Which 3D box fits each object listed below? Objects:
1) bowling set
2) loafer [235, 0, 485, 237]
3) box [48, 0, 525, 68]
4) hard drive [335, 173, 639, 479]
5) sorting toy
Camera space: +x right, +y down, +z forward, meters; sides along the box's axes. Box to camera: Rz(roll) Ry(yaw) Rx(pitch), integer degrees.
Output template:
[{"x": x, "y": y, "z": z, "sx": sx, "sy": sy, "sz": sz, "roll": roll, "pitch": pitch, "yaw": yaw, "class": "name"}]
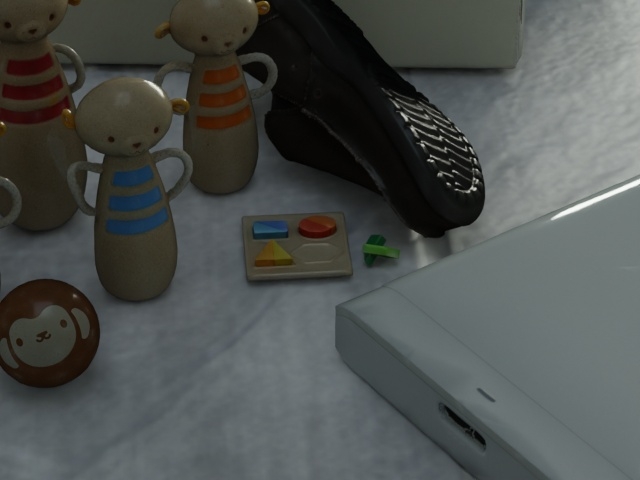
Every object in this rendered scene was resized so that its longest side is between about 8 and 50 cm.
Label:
[{"x": -0.137, "y": -0.040, "z": 0.965, "sx": 0.287, "sy": 0.154, "sz": 0.200, "roll": -12, "pitch": 37, "yaw": -16, "class": "bowling set"}, {"x": 0.015, "y": -0.067, "z": 1.089, "sx": 0.080, "sy": 0.078, "sz": 0.220, "roll": 23, "pitch": 23, "yaw": -47, "class": "loafer"}, {"x": -0.028, "y": -0.194, "z": 1.213, "sx": 0.311, "sy": 0.121, "sz": 0.148, "roll": 0, "pitch": 34, "yaw": 0, "class": "box"}, {"x": 0.190, "y": 0.039, "z": 0.954, "sx": 0.308, "sy": 0.040, "sz": 0.203, "roll": -23, "pitch": 41, "yaw": -28, "class": "hard drive"}, {"x": 0.000, "y": 0.000, "z": 1.032, "sx": 0.083, "sy": 0.012, "sz": 0.062, "roll": -3, "pitch": 35, "yaw": -4, "class": "sorting toy"}]
